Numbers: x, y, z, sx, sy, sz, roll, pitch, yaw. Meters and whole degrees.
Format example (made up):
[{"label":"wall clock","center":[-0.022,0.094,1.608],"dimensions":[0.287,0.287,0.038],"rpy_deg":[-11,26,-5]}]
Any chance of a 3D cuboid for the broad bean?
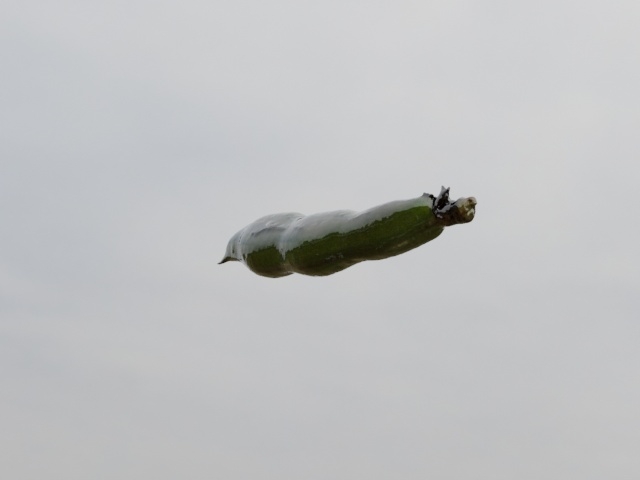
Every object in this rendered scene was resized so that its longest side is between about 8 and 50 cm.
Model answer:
[{"label":"broad bean","center":[-0.001,0.001,0.964],"dimensions":[0.043,0.060,0.297],"rpy_deg":[52,-29,-20]}]
